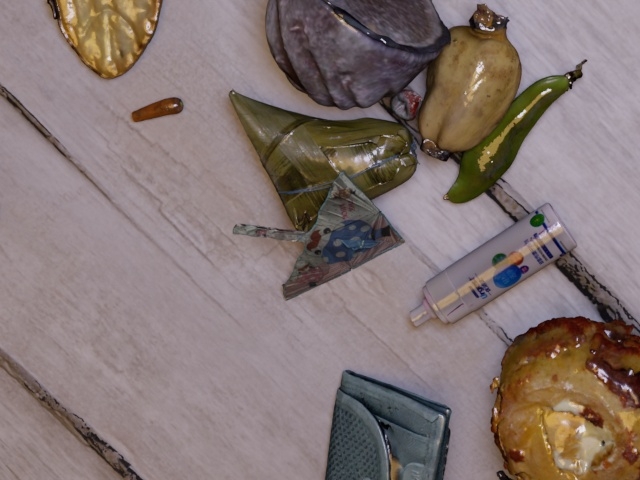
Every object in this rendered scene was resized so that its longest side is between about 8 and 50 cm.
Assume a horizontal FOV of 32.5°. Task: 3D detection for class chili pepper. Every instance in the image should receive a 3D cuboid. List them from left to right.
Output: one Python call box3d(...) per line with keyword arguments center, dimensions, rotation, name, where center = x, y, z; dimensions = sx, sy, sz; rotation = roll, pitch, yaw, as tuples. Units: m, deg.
box3d(center=(0.139, -0.221, 1.791), dimensions=(0.050, 0.153, 0.041), rotation=(30, 92, -4), name="chili pepper")

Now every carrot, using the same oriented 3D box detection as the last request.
box3d(center=(-0.284, -0.228, 1.915), dimensions=(0.093, 0.032, 0.032), rotation=(-13, 99, 15), name="carrot")

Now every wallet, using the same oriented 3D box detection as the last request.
box3d(center=(0.100, 0.421, 1.917), dimensions=(0.237, 0.075, 0.342), rotation=(17, 106, 38), name="wallet")

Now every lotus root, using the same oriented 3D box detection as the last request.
box3d(center=(0.237, -0.254, 1.778), dimensions=(0.154, 0.140, 0.256), rotation=(36, 109, 33), name="lotus root")

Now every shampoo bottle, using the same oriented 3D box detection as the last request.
box3d(center=(0.281, 0.054, 1.854), dimensions=(0.303, 0.092, 0.092), rotation=(-33, 94, 12), name="shampoo bottle")

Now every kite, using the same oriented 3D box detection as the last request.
box3d(center=(0.000, 0.000, 1.847), dimensions=(0.315, 0.011, 0.335), rotation=(3, 137, -22), name="kite")

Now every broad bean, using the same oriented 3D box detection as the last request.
box3d(center=(0.317, -0.181, 1.812), dimensions=(0.075, 0.067, 0.325), rotation=(30, 112, -36), name="broad bean")

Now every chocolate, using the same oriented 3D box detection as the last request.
box3d(center=(0.024, -0.327, 1.735), dimensions=(0.303, 0.303, 0.213), rotation=(38, 124, 0), name="chocolate")

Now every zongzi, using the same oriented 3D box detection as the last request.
box3d(center=(0.011, -0.181, 1.827), dimensions=(0.251, 0.125, 0.274), rotation=(-26, 98, 13), name="zongzi")

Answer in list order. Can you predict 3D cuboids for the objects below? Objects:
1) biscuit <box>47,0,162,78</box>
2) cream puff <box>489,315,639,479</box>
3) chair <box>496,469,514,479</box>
box3d(center=(-0.367, -0.409, 1.889), dimensions=(0.203, 0.041, 0.259), rotation=(0, 102, 5), name="biscuit")
box3d(center=(0.451, 0.281, 1.802), dimensions=(0.351, 0.229, 0.350), rotation=(9, 108, 31), name="cream puff")
box3d(center=(0.369, 0.544, 1.921), dimensions=(0.160, 0.319, 0.186), rotation=(-41, 48, 12), name="chair")
